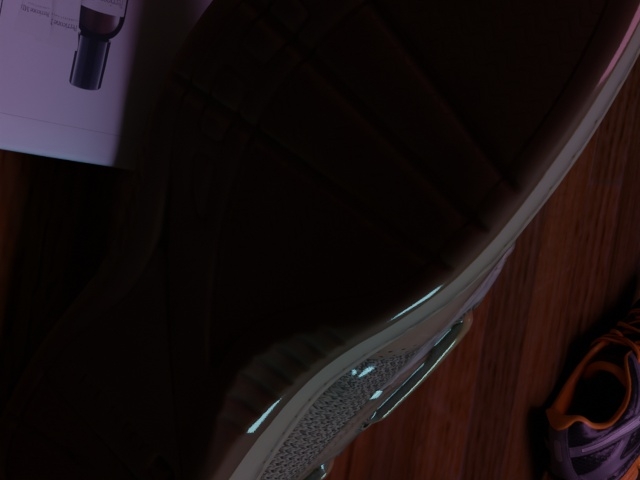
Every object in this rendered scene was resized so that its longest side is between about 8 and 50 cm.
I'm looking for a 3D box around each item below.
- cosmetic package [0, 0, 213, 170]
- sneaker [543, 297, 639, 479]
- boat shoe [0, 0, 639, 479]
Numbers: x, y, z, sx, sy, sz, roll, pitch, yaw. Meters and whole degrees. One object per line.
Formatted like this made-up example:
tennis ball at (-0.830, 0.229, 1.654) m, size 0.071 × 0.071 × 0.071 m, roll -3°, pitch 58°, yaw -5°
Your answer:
cosmetic package at (-0.088, -0.076, 0.442) m, size 0.239 × 0.060 × 0.099 m, roll 6°, pitch 98°, yaw -56°
sneaker at (0.233, 0.098, 0.955) m, size 0.215 × 0.084 × 0.083 m, roll -52°, pitch 134°, yaw -31°
boat shoe at (0.000, 0.000, 0.454) m, size 0.110 × 0.122 × 0.341 m, roll -11°, pitch 147°, yaw -54°
